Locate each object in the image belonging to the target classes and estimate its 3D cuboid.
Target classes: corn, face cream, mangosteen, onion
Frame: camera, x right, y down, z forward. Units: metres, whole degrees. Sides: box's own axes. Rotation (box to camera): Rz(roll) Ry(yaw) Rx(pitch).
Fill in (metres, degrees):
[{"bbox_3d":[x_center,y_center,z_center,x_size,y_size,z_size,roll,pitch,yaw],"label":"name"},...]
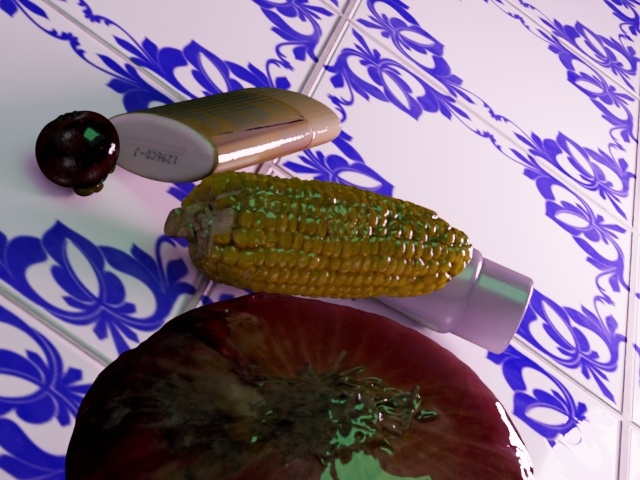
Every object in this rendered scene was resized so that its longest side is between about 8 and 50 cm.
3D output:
[{"bbox_3d":[0.000,0.000,1.704,0.322,0.119,0.119,8,38,-25],"label":"corn"},{"bbox_3d":[0.085,0.025,1.858,0.274,0.096,0.154,24,29,-1],"label":"face cream"},{"bbox_3d":[-0.098,-0.113,1.813,0.139,0.067,0.285,15,17,24],"label":"face cream"},{"bbox_3d":[-0.224,-0.082,1.634,0.081,0.081,0.081,30,28,-18],"label":"mangosteen"},{"bbox_3d":[-0.019,0.210,1.263,0.348,0.285,0.347,5,43,-5],"label":"onion"}]
